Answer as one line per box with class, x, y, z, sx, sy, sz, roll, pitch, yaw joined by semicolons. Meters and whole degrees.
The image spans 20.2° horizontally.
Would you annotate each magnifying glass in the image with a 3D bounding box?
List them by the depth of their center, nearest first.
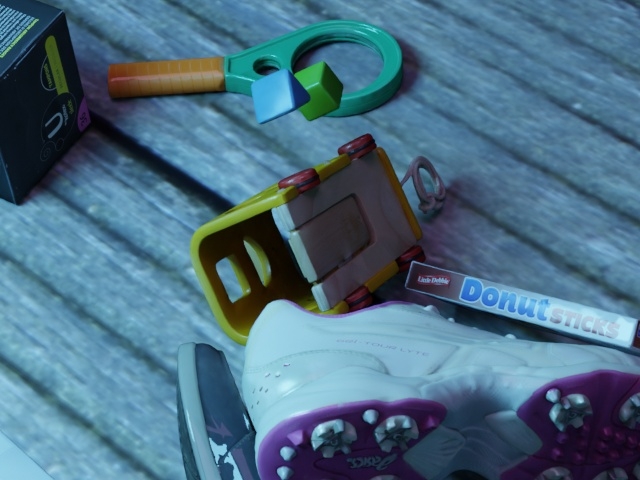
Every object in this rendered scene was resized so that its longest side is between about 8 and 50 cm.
magnifying glass;-0.051;-0.131;1.406;0.231;0.026;0.092;-2;49;1

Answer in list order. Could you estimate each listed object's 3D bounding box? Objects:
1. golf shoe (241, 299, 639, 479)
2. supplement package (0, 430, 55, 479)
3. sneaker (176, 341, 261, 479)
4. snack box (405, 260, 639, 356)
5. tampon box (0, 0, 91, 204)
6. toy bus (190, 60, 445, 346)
golf shoe;0.095;0.087;1.107;0.306;0.115;0.140;3;38;-24
supplement package;-0.163;0.243;0.976;0.149;0.194;0.203;-38;57;-26
sneaker;-0.017;0.153;1.126;0.118;0.083;0.222;-13;59;-13
snack box;0.143;0.047;1.173;0.178;0.064;0.022;15;87;40
tampon box;-0.273;-0.124;1.353;0.161;0.120;0.101;23;55;22
toy bus;-0.007;-0.002;1.230;0.104;0.202;0.191;-21;51;28
